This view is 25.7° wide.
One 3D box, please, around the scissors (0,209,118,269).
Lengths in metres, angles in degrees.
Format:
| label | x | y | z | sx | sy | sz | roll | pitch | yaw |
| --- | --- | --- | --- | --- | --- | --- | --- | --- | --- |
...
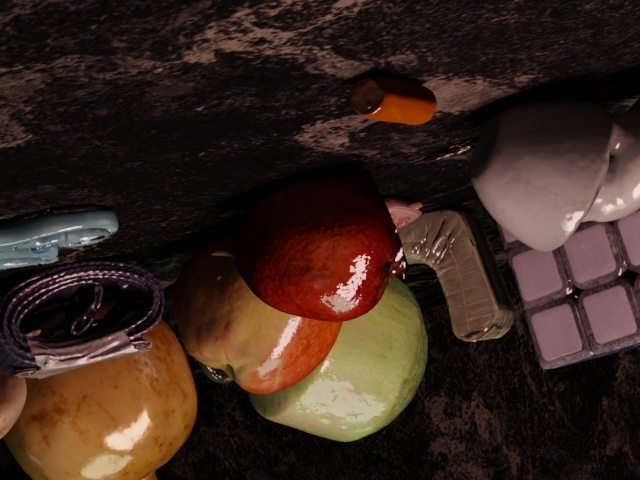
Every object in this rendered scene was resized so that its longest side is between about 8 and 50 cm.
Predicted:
| label | x | y | z | sx | sy | sz | roll | pitch | yaw |
| --- | --- | --- | --- | --- | --- | --- | --- | --- | --- |
| scissors | -0.381 | 0.006 | 1.482 | 0.180 | 0.032 | 0.393 | -23 | 169 | 34 |

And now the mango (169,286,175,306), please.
| label | x | y | z | sx | sy | sz | roll | pitch | yaw |
| --- | --- | --- | --- | --- | --- | --- | --- | --- | --- |
| mango | -0.202 | 0.095 | 2.252 | 0.080 | 0.060 | 0.114 | -19 | 167 | 0 |

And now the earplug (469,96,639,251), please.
| label | x | y | z | sx | sy | sz | roll | pitch | yaw |
| --- | --- | --- | --- | --- | --- | --- | --- | --- | --- |
| earplug | 0.329 | -0.109 | 1.661 | 0.325 | 0.175 | 0.214 | -23 | 170 | -23 |

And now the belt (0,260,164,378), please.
| label | x | y | z | sx | sy | sz | roll | pitch | yaw |
| --- | --- | --- | --- | --- | --- | --- | --- | --- | --- |
| belt | -0.328 | 0.109 | 1.861 | 0.230 | 0.140 | 0.126 | -14 | 170 | -26 |

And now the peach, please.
| label | x | y | z | sx | sy | sz | roll | pitch | yaw |
| --- | --- | --- | --- | --- | --- | --- | --- | --- | --- |
| peach | -0.073 | 0.073 | 1.910 | 0.232 | 0.257 | 0.232 | 29 | 171 | 5 |

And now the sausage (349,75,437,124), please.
| label | x | y | z | sx | sy | sz | roll | pitch | yaw |
| --- | --- | --- | --- | --- | --- | --- | --- | --- | --- |
| sausage | 0.075 | -0.137 | 1.375 | 0.039 | 0.041 | 0.131 | -44 | 160 | 24 |

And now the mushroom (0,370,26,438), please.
| label | x | y | z | sx | sy | sz | roll | pitch | yaw |
| --- | --- | --- | --- | --- | --- | --- | --- | --- | --- |
| mushroom | -0.507 | 0.184 | 1.960 | 0.207 | 0.207 | 0.215 | -7 | 136 | -43 |

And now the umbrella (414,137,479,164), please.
| label | x | y | z | sx | sy | sz | roll | pitch | yaw |
| --- | --- | --- | --- | --- | --- | --- | --- | --- | --- |
| umbrella | 0.175 | -0.117 | 1.774 | 0.122 | 0.013 | 0.022 | -19 | -168 | 13 |

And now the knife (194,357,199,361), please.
| label | x | y | z | sx | sy | sz | roll | pitch | yaw |
| --- | --- | --- | --- | --- | --- | --- | --- | --- | --- |
| knife | -0.137 | 0.111 | 2.406 | 0.123 | 0.053 | 0.278 | -1 | 144 | -48 |

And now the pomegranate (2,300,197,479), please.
| label | x | y | z | sx | sy | sz | roll | pitch | yaw |
| --- | --- | --- | --- | --- | --- | --- | --- | --- | --- |
| pomegranate | -0.339 | 0.268 | 2.202 | 0.342 | 0.342 | 0.342 | -16 | 171 | -2 |

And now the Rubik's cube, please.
| label | x | y | z | sx | sy | sz | roll | pitch | yaw |
| --- | --- | --- | --- | --- | --- | --- | --- | --- | --- |
| Rubik's cube | 0.496 | 0.013 | 2.208 | 0.305 | 0.304 | 0.301 | -24 | 168 | 36 |

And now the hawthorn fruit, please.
| label | x | y | z | sx | sy | sz | roll | pitch | yaw |
| --- | --- | --- | --- | --- | --- | --- | --- | --- | --- |
| hawthorn fruit | -0.016 | 0.004 | 1.732 | 0.251 | 0.189 | 0.189 | 2 | 173 | 8 |

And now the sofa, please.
| label | x | y | z | sx | sy | sz | roll | pitch | yaw |
| --- | --- | --- | --- | --- | --- | --- | --- | --- | --- |
| sofa | 0.199 | 0.072 | 2.299 | 0.176 | 0.225 | 0.210 | -22 | 172 | 14 |

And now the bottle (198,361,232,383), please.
| label | x | y | z | sx | sy | sz | roll | pitch | yaw |
| --- | --- | --- | --- | --- | --- | --- | --- | --- | --- |
| bottle | -0.105 | 0.189 | 2.748 | 0.271 | 0.143 | 0.156 | -22 | 170 | 27 |

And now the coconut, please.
| label | x | y | z | sx | sy | sz | roll | pitch | yaw |
| --- | --- | --- | --- | --- | --- | --- | --- | --- | --- |
| coconut | 0.009 | 0.166 | 2.275 | 0.328 | 0.328 | 0.281 | -15 | -150 | -9 |

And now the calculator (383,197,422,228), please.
| label | x | y | z | sx | sy | sz | roll | pitch | yaw |
| --- | --- | --- | --- | --- | --- | --- | --- | --- | --- |
| calculator | 0.000 | 0.000 | 2.092 | 0.329 | 0.048 | 0.220 | -21 | 169 | 16 |
